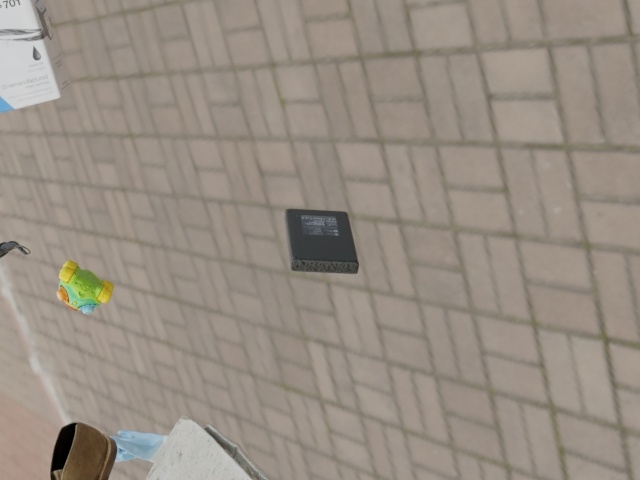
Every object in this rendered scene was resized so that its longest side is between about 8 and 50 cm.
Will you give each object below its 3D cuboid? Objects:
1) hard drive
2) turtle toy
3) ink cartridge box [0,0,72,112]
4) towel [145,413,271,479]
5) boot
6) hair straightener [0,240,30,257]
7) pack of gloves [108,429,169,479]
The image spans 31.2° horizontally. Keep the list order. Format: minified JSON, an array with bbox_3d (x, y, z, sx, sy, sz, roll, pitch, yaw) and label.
[{"bbox_3d":[0.000,0.000,1.625,0.135,0.094,0.022,-100,15,-57],"label":"hard drive"},{"bbox_3d":[-0.406,0.083,1.944,0.095,0.066,0.130,31,-174,-11],"label":"turtle toy"},{"bbox_3d":[-0.429,-0.270,1.515,0.082,0.140,0.190,-94,-10,-71],"label":"ink cartridge box"},{"bbox_3d":[-0.141,0.347,1.411,0.282,0.049,0.187,32,95,54],"label":"towel"},{"bbox_3d":[-0.457,0.471,2.051,0.112,0.305,0.115,-10,143,24],"label":"boot"},{"bbox_3d":[-0.577,0.058,1.846,0.089,0.231,0.047,-96,-14,-72],"label":"hair straightener"},{"bbox_3d":[-0.362,0.436,2.186,0.232,0.195,0.046,-1,133,30],"label":"pack of gloves"}]
